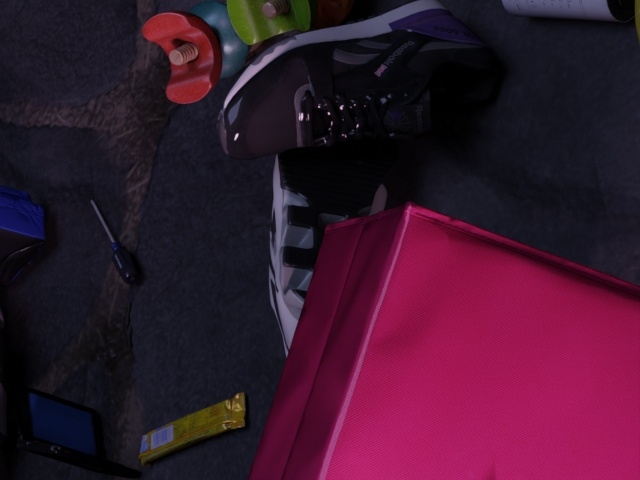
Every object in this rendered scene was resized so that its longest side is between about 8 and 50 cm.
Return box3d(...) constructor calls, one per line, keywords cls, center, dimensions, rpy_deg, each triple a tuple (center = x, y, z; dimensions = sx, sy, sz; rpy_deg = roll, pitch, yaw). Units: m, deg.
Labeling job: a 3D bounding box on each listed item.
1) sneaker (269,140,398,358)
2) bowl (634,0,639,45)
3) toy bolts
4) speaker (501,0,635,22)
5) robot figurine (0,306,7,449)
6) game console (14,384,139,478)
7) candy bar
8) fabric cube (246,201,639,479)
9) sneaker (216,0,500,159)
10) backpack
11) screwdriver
box3d(cls="sneaker", center=(0.000, 0.000, 1.760), dimensions=(0.330, 0.122, 0.146), rpy_deg=(-80, 3, -47))
box3d(cls="bowl", center=(0.360, -0.224, 1.473), dimensions=(0.289, 0.156, 0.289), rpy_deg=(-22, 58, 39))
box3d(cls="toy bolts", center=(-0.050, -0.207, 1.950), dimensions=(0.228, 0.158, 0.218), rpy_deg=(-5, 109, 35))
box3d(cls="speaker", center=(0.234, -0.234, 1.685), dimensions=(0.136, 0.055, 0.055), rpy_deg=(11, 80, 48))
box3d(cls="robot figurine", center=(-0.461, 0.168, 2.131), dimensions=(0.209, 0.173, 0.278), rpy_deg=(-28, 55, 36))
box3d(cls="game console", center=(-0.264, 0.207, 1.948), dimensions=(0.107, 0.122, 0.071), rpy_deg=(1, 73, 46))
box3d(cls="candy bar", center=(-0.138, 0.201, 1.898), dimensions=(0.161, 0.018, 0.040), rpy_deg=(-26, 51, 37))
box3d(cls="fabric cube", center=(0.110, 0.138, 1.429), dimensions=(0.259, 0.254, 0.258), rpy_deg=(165, 125, -76))
box3d(cls="sneaker", center=(0.042, -0.141, 1.709), dimensions=(0.283, 0.107, 0.124), rpy_deg=(-26, 45, -21))
box3d(cls="backpack", center=(-0.401, -0.004, 2.214), dimensions=(0.120, 0.098, 0.101), rpy_deg=(-50, 33, 36))
box3d(cls="screwdriver", center=(-0.244, -0.005, 2.104), dimensions=(0.170, 0.024, 0.025), rpy_deg=(-120, 34, -45))
